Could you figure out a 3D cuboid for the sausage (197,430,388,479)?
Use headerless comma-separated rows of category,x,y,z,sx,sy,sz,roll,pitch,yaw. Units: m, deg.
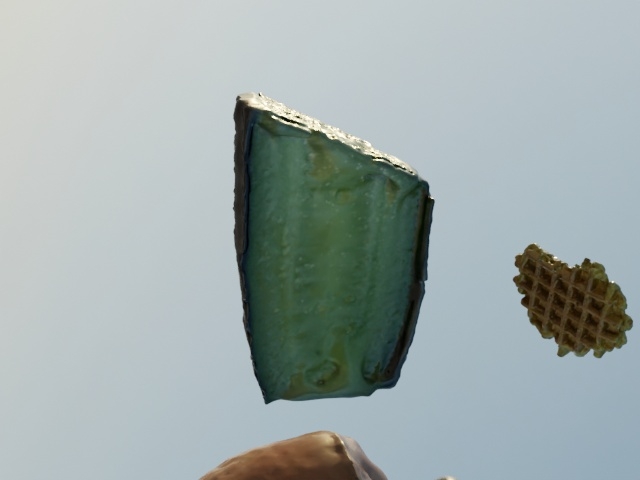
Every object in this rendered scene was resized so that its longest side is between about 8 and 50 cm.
sausage,-0.142,0.208,0.598,0.419,0.094,0.094,-35,-172,-15

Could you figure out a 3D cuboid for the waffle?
waffle,0.157,0.039,1.081,0.016,0.078,0.085,-32,-160,-33

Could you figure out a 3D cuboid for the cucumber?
cucumber,0.000,0.000,1.015,0.086,0.115,0.193,-134,-140,-62

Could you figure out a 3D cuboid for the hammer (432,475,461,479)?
hammer,-0.089,0.206,0.955,0.409,0.095,0.242,-24,-176,18
